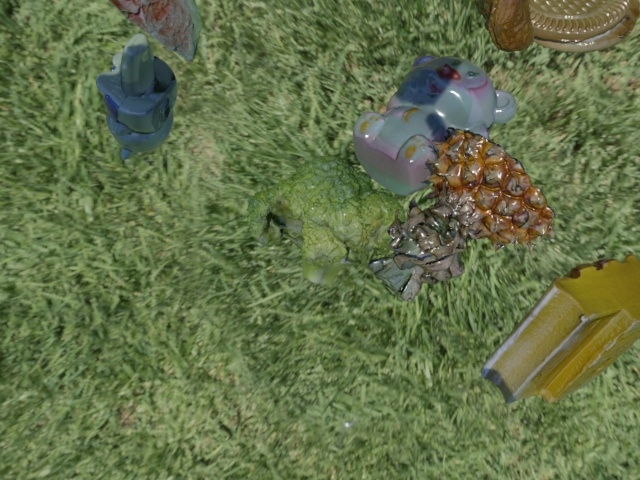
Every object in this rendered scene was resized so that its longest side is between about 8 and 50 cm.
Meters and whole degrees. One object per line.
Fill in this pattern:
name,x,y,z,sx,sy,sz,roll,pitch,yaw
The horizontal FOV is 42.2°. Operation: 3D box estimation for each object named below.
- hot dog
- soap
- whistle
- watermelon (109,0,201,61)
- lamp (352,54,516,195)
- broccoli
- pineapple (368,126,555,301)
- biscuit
hot dog,0.128,-0.167,0.582,0.035,0.083,0.058,-21,62,11
soap,0.460,0.167,1.507,0.143,0.259,0.281,61,144,29
whistle,-0.239,-0.187,1.084,0.092,0.244,0.110,30,67,5
watermelon,-0.183,-0.256,0.872,0.081,0.180,0.094,-20,58,33
lamp,0.225,-0.221,1.667,0.247,0.247,0.301,31,67,30
broccoli,-0.013,-0.011,1.522,0.254,0.186,0.302,29,124,-17
pineapple,0.208,-0.010,1.373,0.272,0.262,0.262,-44,88,-7
biscuit,0.490,-0.463,1.621,0.259,0.079,0.259,-3,53,4
